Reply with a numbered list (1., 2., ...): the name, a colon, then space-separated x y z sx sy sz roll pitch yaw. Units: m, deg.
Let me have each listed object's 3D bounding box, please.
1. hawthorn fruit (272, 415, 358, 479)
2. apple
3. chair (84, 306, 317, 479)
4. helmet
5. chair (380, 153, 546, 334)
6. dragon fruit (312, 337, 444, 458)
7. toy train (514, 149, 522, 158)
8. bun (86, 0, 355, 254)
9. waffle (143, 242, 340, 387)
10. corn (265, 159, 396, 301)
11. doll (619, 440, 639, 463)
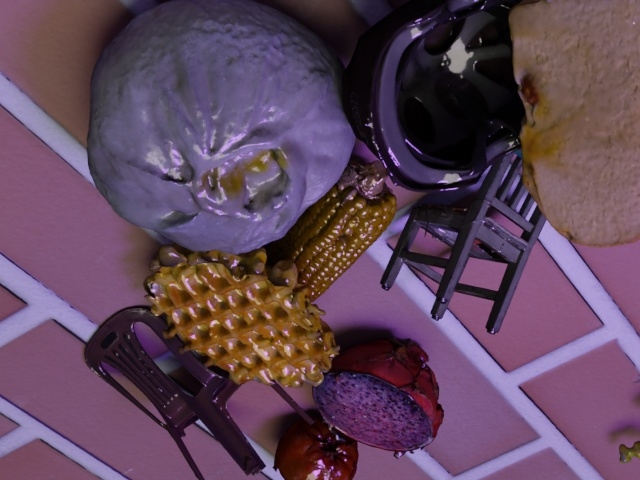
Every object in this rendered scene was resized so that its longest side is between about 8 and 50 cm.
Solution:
1. hawthorn fruit: -0.016 0.385 2.073 0.148 0.148 0.172 13 147 -22
2. apple: 0.350 -0.158 1.414 0.252 0.314 0.309 -15 106 1
3. chair: -0.200 0.241 1.910 0.326 0.183 0.175 50 121 7
4. helmet: 0.129 -0.192 1.454 0.305 0.177 0.225 -23 115 -28
5. chair: 0.222 -0.017 1.737 0.136 0.147 0.270 30 79 -36
6. dragon fruit: 0.108 0.233 1.954 0.218 0.148 0.223 10 140 22
7. toy train: 0.306 -0.185 1.590 0.070 0.099 0.172 29 123 -36
8. bun: -0.124 -0.129 1.489 0.362 0.211 0.362 -6 133 -6
9. waffle: -0.111 0.104 1.718 0.329 0.062 0.329 15 141 13
10. corn: 0.000 0.000 1.706 0.119 0.119 0.322 21 132 -28
11. doll: 0.735 0.303 2.169 0.341 0.098 0.346 -3 141 -25
